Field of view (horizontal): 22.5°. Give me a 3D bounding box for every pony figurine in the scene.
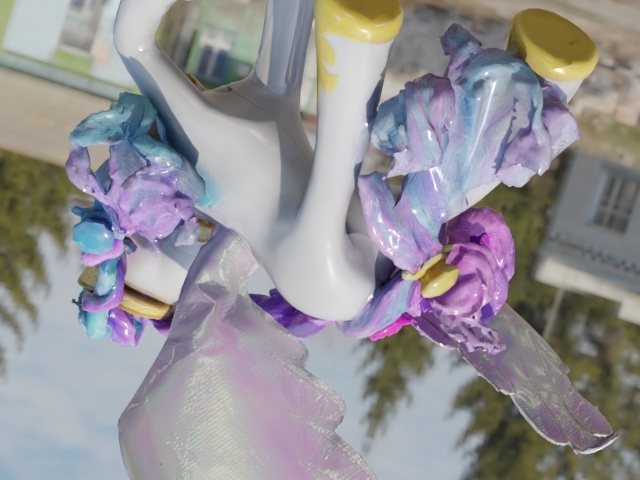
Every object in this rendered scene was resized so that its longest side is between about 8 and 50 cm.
[{"bbox_3d":[0.000,0.000,0.875,0.303,0.363,0.351,-27,-116,-41],"label":"pony figurine"}]
